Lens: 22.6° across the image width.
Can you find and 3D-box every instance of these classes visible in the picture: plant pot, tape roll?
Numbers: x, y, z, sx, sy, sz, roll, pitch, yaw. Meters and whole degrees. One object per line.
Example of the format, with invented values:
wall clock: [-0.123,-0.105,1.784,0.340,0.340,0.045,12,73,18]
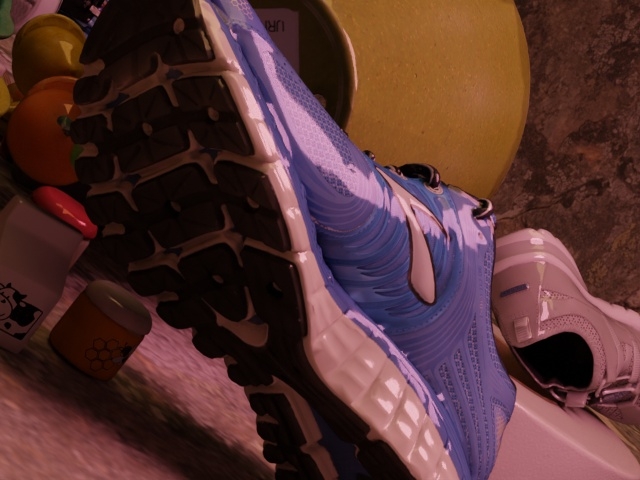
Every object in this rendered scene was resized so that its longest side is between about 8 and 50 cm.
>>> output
plant pot: [-0.021,-0.096,0.980,0.275,0.275,0.293,39,12,6]
tape roll: [0.111,0.105,1.403,0.392,0.072,0.392,38,6,-5]

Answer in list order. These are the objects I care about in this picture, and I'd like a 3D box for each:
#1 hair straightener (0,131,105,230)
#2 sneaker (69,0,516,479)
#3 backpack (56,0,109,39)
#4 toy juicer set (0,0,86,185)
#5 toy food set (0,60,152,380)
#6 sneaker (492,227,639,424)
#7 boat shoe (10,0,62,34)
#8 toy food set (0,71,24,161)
hair straightener: [-0.115,0.000,1.087,0.230,0.047,0.089,39,6,-29]
sneaker: [0.000,0.000,0.791,0.130,0.147,0.330,-3,-53,41]
backpack: [-0.230,-0.252,1.773,0.173,0.117,0.158,37,7,-4]
toy juicer set: [-0.228,-0.169,1.003,0.209,0.089,0.329,13,37,-52]
toy food set: [-0.161,-0.031,0.754,0.232,0.104,0.111,33,9,-37]
sneaker: [0.220,0.107,1.396,0.281,0.105,0.115,38,39,-40]
boat shoe: [-0.332,-0.290,1.480,0.335,0.121,0.119,40,11,29]
toy food set: [-0.237,-0.113,1.166,0.192,0.038,0.132,42,8,26]
